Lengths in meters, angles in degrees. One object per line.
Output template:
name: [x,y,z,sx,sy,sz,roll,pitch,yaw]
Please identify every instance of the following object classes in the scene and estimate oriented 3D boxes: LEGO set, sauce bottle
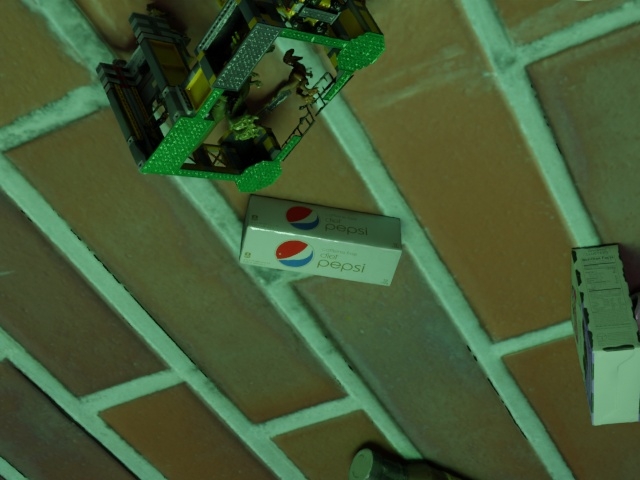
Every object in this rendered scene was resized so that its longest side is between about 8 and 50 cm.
LEGO set: [-0.104,-0.220,1.243,0.255,0.192,0.331,-5,146,-37]
sauce bottle: [0.202,0.461,1.898,0.344,0.111,0.111,27,128,-23]

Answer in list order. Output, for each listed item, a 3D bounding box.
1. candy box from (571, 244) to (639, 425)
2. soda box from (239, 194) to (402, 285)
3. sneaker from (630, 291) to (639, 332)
candy box: [0.401,0.132,1.518,0.070,0.196,0.165,-6,133,8]
soda box: [0.000,0.000,1.487,0.216,0.069,0.074,9,133,-8]
sneaker: [0.475,0.128,1.615,0.070,0.051,0.134,7,128,-9]
